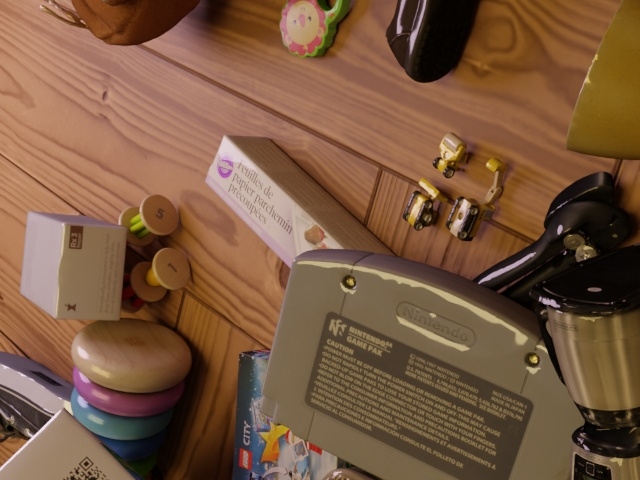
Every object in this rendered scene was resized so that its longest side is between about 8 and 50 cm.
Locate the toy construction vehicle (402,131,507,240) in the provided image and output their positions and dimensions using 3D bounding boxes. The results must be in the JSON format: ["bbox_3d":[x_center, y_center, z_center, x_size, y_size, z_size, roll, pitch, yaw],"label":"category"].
[{"bbox_3d":[0.127,-0.043,1.035,0.086,0.035,0.098,43,119,49],"label":"toy construction vehicle"}]

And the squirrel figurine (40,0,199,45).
[{"bbox_3d":[-0.236,-0.423,1.233,0.397,0.281,0.370,-44,67,40],"label":"squirrel figurine"}]

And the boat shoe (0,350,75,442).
[{"bbox_3d":[-0.401,0.227,1.527,0.306,0.113,0.104,18,90,35],"label":"boat shoe"}]

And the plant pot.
[{"bbox_3d":[0.256,-0.113,0.841,0.095,0.134,0.134,24,110,17],"label":"plant pot"}]

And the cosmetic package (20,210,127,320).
[{"bbox_3d":[-0.311,0.028,1.397,0.231,0.086,0.117,14,99,63],"label":"cosmetic package"}]

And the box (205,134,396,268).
[{"bbox_3d":[0.000,0.000,1.140,0.324,0.067,0.063,43,121,35],"label":"box"}]

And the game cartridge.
[{"bbox_3d":[0.095,0.126,0.991,0.297,0.062,0.198,23,107,22],"label":"game cartridge"}]

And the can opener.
[{"bbox_3d":[0.192,0.019,0.959,0.059,0.073,0.186,38,130,-6],"label":"can opener"}]

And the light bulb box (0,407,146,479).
[{"bbox_3d":[-0.237,0.430,1.105,0.361,0.358,0.225,40,165,21],"label":"light bulb box"}]

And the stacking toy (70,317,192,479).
[{"bbox_3d":[-0.251,0.267,1.371,0.141,0.141,0.330,33,119,41],"label":"stacking toy"}]

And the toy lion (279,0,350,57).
[{"bbox_3d":[-0.006,-0.241,1.166,0.100,0.034,0.096,-11,90,45],"label":"toy lion"}]

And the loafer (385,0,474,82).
[{"bbox_3d":[0.105,-0.256,1.012,0.078,0.080,0.220,38,117,38],"label":"loafer"}]

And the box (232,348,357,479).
[{"bbox_3d":[-0.025,0.243,1.187,0.159,0.044,0.233,9,98,45],"label":"box"}]

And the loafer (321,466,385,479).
[{"bbox_3d":[0.121,0.283,1.009,0.269,0.092,0.101,35,118,22],"label":"loafer"}]

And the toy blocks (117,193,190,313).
[{"bbox_3d":[-0.231,0.023,1.387,0.148,0.054,0.123,-26,73,44],"label":"toy blocks"}]

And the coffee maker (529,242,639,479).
[{"bbox_3d":[0.255,0.100,0.830,0.120,0.171,0.178,-117,13,-74],"label":"coffee maker"}]
